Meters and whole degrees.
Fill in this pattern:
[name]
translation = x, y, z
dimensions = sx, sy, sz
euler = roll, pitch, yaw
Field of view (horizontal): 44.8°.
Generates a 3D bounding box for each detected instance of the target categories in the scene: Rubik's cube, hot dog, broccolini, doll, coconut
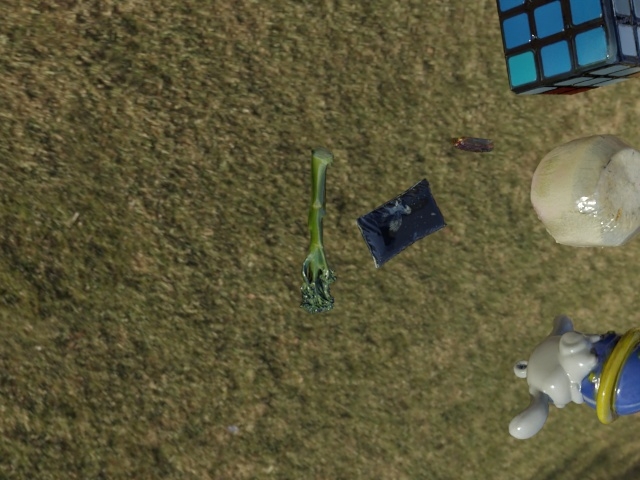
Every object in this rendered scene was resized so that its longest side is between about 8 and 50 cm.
[Rubik's cube]
translation = 0.346, -0.288, 1.029
dimensions = 0.163, 0.162, 0.160
euler = -9, 90, -43
[hot dog]
translation = 0.408, -0.255, 2.071
dimensions = 0.144, 0.062, 0.038
euler = 0, 92, -35
[broccolini]
translation = 0.004, -0.003, 1.452
dimensions = 0.392, 0.074, 0.079
euler = 93, 17, -46
[doll]
translation = 0.463, 0.242, 1.379
dimensions = 0.311, 0.243, 0.159
euler = -41, 143, -31
[coconut]
translation = 0.536, -0.091, 1.548
dimensions = 0.227, 0.230, 0.227
euler = 1, 87, -22

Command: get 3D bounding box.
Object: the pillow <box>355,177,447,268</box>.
[pillow]
translation = 0.187, -0.042, 1.783
dimensions = 0.208, 0.055, 0.141
euler = -32, 114, -16
